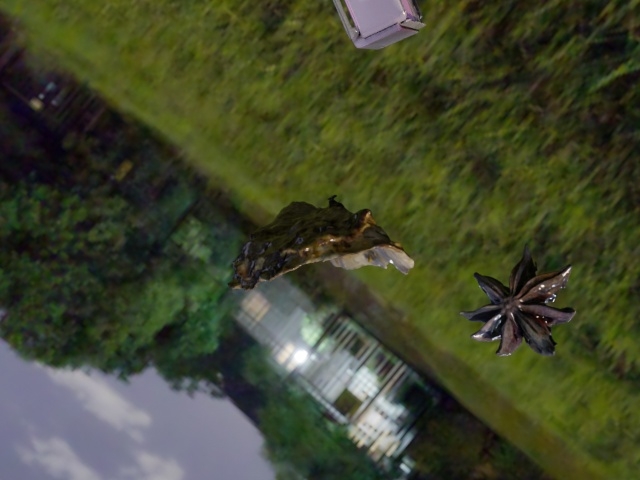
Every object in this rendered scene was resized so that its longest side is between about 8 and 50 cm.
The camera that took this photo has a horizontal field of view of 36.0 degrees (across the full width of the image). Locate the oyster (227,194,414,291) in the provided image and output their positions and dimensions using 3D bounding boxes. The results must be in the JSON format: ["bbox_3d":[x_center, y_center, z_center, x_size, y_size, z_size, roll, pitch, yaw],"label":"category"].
[{"bbox_3d":[-0.027,0.004,1.292,0.396,0.204,0.110,-164,63,-73],"label":"oyster"}]

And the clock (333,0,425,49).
[{"bbox_3d":[0.048,-0.327,1.167,0.193,0.073,0.145,67,-162,-2],"label":"clock"}]

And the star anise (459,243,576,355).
[{"bbox_3d":[0.297,0.094,1.448,0.061,0.180,0.205,40,169,-39],"label":"star anise"}]
